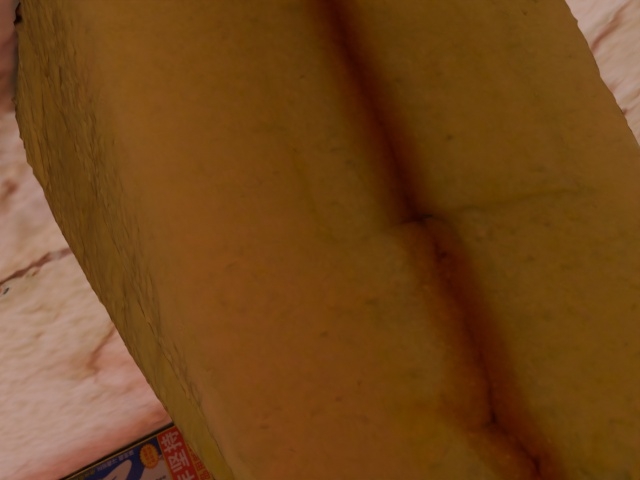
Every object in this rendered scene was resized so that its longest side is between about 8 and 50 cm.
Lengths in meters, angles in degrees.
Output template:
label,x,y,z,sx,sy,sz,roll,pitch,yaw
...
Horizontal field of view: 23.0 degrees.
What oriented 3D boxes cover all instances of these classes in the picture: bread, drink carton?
label,x,y,z,sx,sy,sz,roll,pitch,yaw
bread,0.001,0.002,0.523,0.168,0.264,0.163,-10,151,-17
drink carton,-0.086,0.157,0.979,0.166,0.071,0.056,-26,153,8
